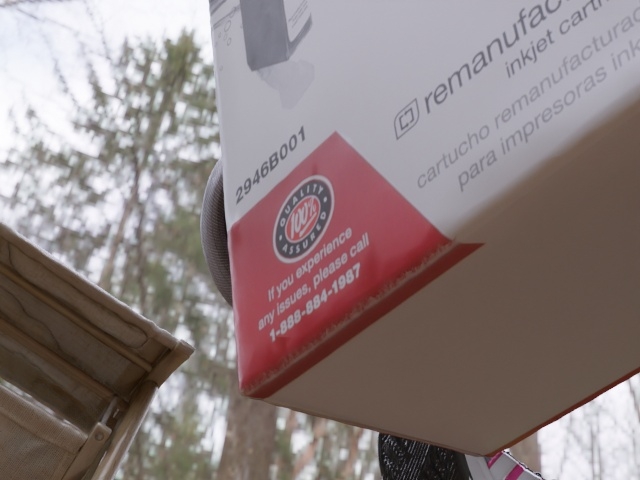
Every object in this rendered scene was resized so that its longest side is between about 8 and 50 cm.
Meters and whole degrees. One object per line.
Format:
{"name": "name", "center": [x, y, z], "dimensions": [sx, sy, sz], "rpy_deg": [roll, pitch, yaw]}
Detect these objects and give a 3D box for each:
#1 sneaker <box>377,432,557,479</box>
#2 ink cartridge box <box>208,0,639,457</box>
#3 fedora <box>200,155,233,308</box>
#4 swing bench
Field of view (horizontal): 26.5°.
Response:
{"name": "sneaker", "center": [0.185, 0.240, 1.181], "dimensions": [0.178, 0.295, 0.124], "rpy_deg": [14, -66, -37]}
{"name": "ink cartridge box", "center": [0.060, -0.095, 0.463], "dimensions": [0.114, 0.273, 0.197], "rpy_deg": [19, -42, -33]}
{"name": "fedora", "center": [0.000, 0.000, 1.484], "dimensions": [0.275, 0.244, 0.124], "rpy_deg": [24, -8, -4]}
{"name": "swing bench", "center": [-0.302, 0.148, 1.310], "dimensions": [0.253, 0.255, 0.165], "rpy_deg": [36, -42, -9]}
